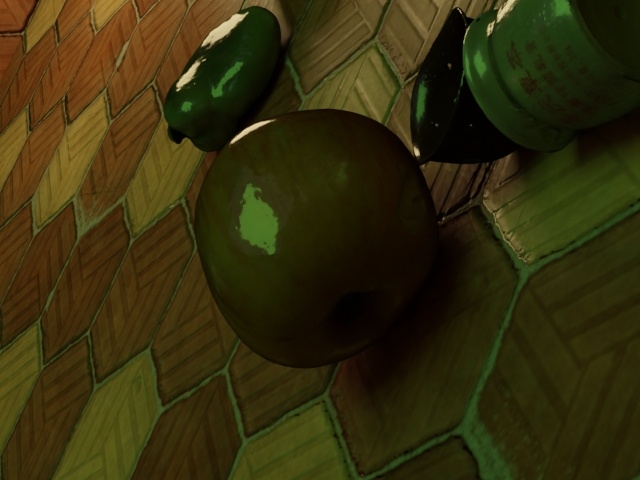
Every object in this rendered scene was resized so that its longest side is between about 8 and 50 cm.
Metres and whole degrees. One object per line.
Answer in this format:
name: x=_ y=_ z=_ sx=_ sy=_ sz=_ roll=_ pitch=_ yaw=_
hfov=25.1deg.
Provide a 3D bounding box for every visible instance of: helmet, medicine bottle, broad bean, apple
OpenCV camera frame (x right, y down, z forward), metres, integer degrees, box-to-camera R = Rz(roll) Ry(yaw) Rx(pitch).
helmet: x=0.153 y=-0.134 z=1.375 sx=0.175 sy=0.106 sz=0.155 roll=164 pitch=118 yaw=-74
medicine bottle: x=0.215 y=-0.165 z=1.244 sx=0.143 sy=0.147 sz=0.147 roll=-32 pitch=37 yaw=48
broad bean: x=-0.136 y=-0.228 z=2.026 sx=0.228 sy=0.100 sz=0.169 roll=-45 pitch=35 yaw=4
apple: x=0.000 y=0.000 z=1.404 sx=0.242 sy=0.242 sz=0.241 roll=-48 pitch=39 yaw=24
